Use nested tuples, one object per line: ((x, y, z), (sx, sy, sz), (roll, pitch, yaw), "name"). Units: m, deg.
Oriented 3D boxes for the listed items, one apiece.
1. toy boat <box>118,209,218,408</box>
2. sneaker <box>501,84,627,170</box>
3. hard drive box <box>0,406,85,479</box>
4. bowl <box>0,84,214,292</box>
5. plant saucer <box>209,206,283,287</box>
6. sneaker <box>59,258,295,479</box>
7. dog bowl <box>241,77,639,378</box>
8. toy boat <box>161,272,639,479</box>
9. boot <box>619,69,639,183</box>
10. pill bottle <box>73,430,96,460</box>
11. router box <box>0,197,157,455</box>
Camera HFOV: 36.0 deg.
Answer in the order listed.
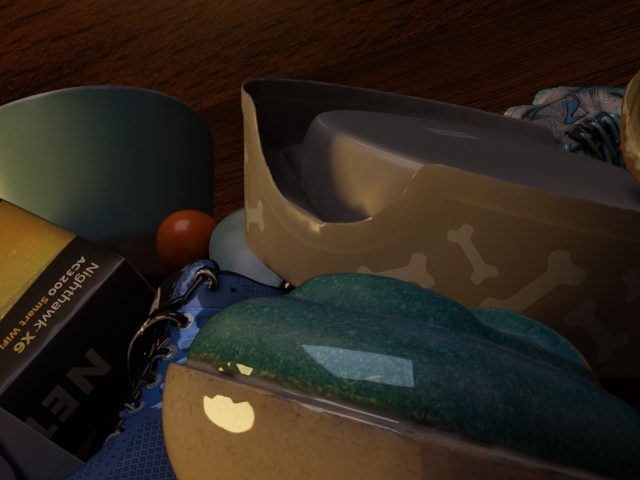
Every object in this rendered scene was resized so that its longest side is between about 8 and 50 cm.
((-0.097, 0.046, 0.839), (0.231, 0.151, 0.151), (-22, 17, -6), "toy boat")
((0.254, -0.098, 0.955), (0.122, 0.110, 0.283), (-7, 22, 29), "sneaker")
((-0.251, 0.143, 0.494), (0.089, 0.232, 0.181), (-4, 51, 44), "hard drive box")
((-0.234, 0.005, 0.986), (0.311, 0.163, 0.311), (-18, -23, -8), "bowl")
((0.009, 0.018, 0.792), (0.194, 0.037, 0.195), (17, 35, -12), "plant saucer")
((-0.077, 0.102, 0.564), (0.130, 0.147, 0.330), (-46, -12, 36), "sneaker")
((0.109, -0.019, 0.646), (0.348, 0.102, 0.349), (12, 14, -3), "dog bowl")
((0.113, 0.084, 0.399), (0.318, 0.148, 0.267), (10, -10, 31), "toy boat")
((0.318, -0.067, 0.599), (0.269, 0.089, 0.236), (12, 21, 1), "boot")
((-0.250, 0.135, 0.827), (0.103, 0.103, 0.184), (-29, 19, -24), "pill bottle")
((-0.281, 0.117, 0.705), (0.243, 0.081, 0.309), (19, 62, 45), "router box")
